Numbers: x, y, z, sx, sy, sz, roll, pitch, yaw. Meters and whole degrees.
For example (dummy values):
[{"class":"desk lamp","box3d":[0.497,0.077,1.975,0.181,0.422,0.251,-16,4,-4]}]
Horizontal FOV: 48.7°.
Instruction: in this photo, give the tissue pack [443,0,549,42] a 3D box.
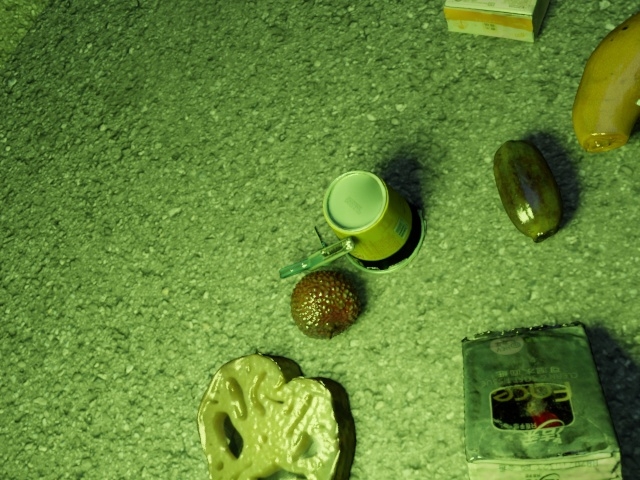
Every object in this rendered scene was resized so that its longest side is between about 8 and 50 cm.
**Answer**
[{"class":"tissue pack","box3d":[0.443,-0.603,1.744,0.225,0.124,0.185,16,78,26]}]

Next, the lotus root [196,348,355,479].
[{"class":"lotus root","box3d":[-0.113,0.447,1.597,0.390,0.111,0.375,34,87,25]}]

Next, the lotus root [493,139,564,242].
[{"class":"lotus root","box3d":[0.457,-0.116,1.563,0.124,0.123,0.241,-25,61,22]}]

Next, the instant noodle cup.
[{"class":"instant noodle cup","box3d":[0.114,-0.051,1.613,0.215,0.236,0.216,-6,71,18]}]

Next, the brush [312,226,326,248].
[{"class":"brush","box3d":[0.000,0.000,1.762,0.013,0.016,0.084,-25,64,-2]}]

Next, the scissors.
[{"class":"scissors","box3d":[0.005,0.039,1.608,0.138,0.289,0.041,-12,80,-28]}]

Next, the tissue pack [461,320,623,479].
[{"class":"tissue pack","box3d":[0.398,0.308,1.321,0.259,0.122,0.361,-9,25,16]}]

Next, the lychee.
[{"class":"lychee","box3d":[0.013,0.153,1.617,0.165,0.165,0.197,-33,46,8]}]

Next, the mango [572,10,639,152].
[{"class":"mango","box3d":[0.663,-0.355,1.551,0.359,0.144,0.187,-56,43,1]}]

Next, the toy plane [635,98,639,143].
[{"class":"toy plane","box3d":[0.722,-0.178,1.460,0.107,0.273,0.182,-6,25,29]}]
